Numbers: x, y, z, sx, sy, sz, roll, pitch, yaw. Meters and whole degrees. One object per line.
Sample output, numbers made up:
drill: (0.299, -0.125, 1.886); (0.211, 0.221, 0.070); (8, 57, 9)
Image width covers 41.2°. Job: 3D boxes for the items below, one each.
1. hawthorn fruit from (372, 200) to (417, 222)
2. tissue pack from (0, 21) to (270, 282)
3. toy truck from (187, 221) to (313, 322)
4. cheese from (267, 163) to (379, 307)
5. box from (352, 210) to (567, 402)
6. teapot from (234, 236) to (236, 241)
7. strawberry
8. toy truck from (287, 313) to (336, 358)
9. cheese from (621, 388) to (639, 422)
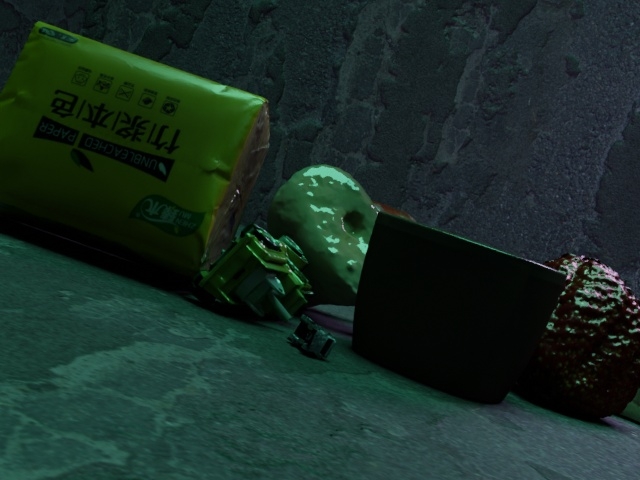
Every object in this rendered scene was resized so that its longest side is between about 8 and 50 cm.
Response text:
hawthorn fruit: (0.146, 0.028, 2.200); (0.284, 0.284, 0.284); (19, 2, -1)
tissue pack: (-0.299, -0.123, 1.313); (0.382, 0.293, 0.228); (20, -15, 2)
toy truck: (-0.080, 0.068, 1.271); (0.135, 0.128, 0.259); (45, 5, 9)
cheese: (-0.002, 0.000, 1.498); (0.173, 0.248, 0.251); (-30, 3, -30)
box: (0.190, 0.098, 1.272); (0.301, 0.216, 0.301); (21, 3, -1)
teapot: (-0.259, -0.014, 2.164); (0.076, 0.068, 0.121); (21, 3, 44)
strawberry: (0.427, 0.167, 1.445); (0.250, 0.239, 0.288); (10, 30, 36)
toy truck: (-0.009, 0.127, 1.107); (0.044, 0.039, 0.083); (33, -5, -21)
cheese: (0.634, 0.314, 1.623); (0.249, 0.071, 0.163); (17, 4, -44)
